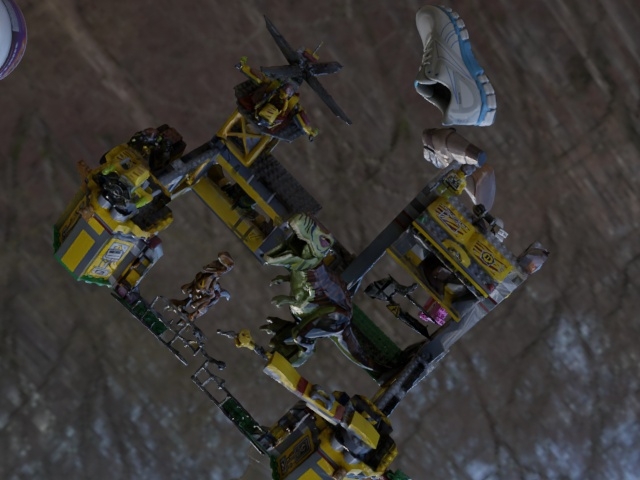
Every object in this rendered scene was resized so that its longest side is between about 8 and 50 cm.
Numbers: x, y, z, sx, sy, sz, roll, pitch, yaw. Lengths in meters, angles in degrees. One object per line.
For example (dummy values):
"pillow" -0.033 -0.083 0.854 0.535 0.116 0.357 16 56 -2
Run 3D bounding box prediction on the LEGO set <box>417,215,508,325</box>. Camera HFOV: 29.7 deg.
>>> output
"LEGO set" 0.285 0.080 2.142 0.227 0.087 0.093 -54 -159 10

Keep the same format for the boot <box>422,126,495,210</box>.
"boot" 0.170 -0.092 1.503 0.087 0.118 0.042 24 -125 34

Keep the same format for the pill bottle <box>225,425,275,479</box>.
"pill bottle" -0.064 0.322 1.146 0.264 0.153 0.153 -62 -159 -8

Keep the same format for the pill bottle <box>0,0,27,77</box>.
"pill bottle" -0.342 -0.197 1.140 0.108 0.108 0.193 -40 -169 1

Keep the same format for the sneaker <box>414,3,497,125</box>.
"sneaker" 0.151 -0.222 1.521 0.083 0.190 0.071 -12 149 -19

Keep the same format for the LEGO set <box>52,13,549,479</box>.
"LEGO set" 0.000 0.000 0.830 0.255 0.331 0.192 -27 164 -51
